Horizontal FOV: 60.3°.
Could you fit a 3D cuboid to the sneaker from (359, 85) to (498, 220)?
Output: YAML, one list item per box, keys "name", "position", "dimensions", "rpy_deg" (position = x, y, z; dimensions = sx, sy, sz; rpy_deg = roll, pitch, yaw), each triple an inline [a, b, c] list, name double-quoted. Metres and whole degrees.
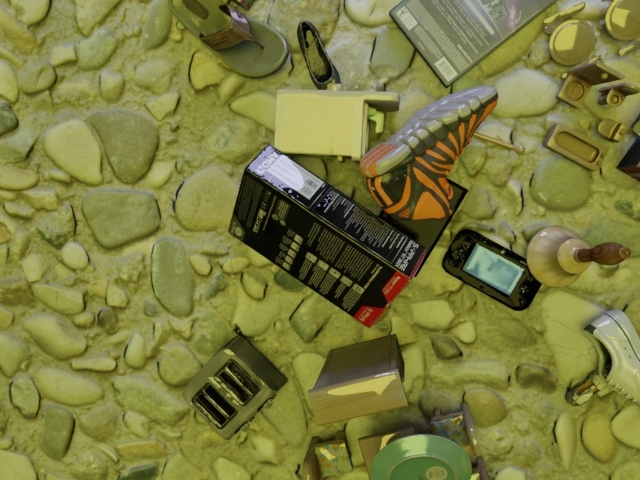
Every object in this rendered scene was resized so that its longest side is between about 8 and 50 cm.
- name: "sneaker"
  position: [0.232, -0.157, 1.074]
  dimensions: [0.321, 0.124, 0.180]
  rpy_deg: [-36, 114, -10]

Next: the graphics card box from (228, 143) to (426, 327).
- name: "graphics card box"
  position: [0.000, 0.000, 1.103]
  dimensions: [0.371, 0.233, 0.094]
  rpy_deg: [33, 55, 4]

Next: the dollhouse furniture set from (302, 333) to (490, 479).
- name: "dollhouse furniture set"
  position: [0.133, 0.423, 1.104]
  dimensions: [0.362, 0.256, 0.394]
  rpy_deg: [-16, 93, 10]

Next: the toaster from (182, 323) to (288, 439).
- name: "toaster"
  position: [-0.192, 0.317, 1.219]
  dimensions: [0.186, 0.110, 0.168]
  rpy_deg: [44, 99, 3]

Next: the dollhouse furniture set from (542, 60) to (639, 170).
- name: "dollhouse furniture set"
  position: [0.516, -0.227, 1.037]
  dimensions: [0.144, 0.123, 0.151]
  rpy_deg: [27, 99, -3]

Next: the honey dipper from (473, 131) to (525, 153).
- name: "honey dipper"
  position: [0.341, -0.210, 1.125]
  dimensions: [0.161, 0.030, 0.030]
  rpy_deg: [19, 98, 5]

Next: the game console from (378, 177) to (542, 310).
- name: "game console"
  position: [0.294, 0.008, 1.147]
  dimensions: [0.361, 0.044, 0.213]
  rpy_deg: [29, 99, 4]

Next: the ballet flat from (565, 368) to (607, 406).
- name: "ballet flat"
  position: [0.561, 0.304, 1.136]
  dimensions: [0.114, 0.041, 0.041]
  rpy_deg: [-42, 88, 10]

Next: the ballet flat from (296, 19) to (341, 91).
- name: "ballet flat"
  position: [-0.007, -0.376, 1.152]
  dimensions: [0.057, 0.049, 0.173]
  rpy_deg: [-26, 91, 11]

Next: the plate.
- name: "plate"
  position: [0.186, 0.434, 1.014]
  dimensions: [0.188, 0.024, 0.188]
  rpy_deg: [1, 115, 3]

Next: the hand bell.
- name: "hand bell"
  position: [0.488, 0.027, 1.006]
  dimensions: [0.126, 0.242, 0.126]
  rpy_deg: [0, 87, -3]

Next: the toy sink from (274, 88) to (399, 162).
- name: "toy sink"
  position: [0.038, -0.223, 1.109]
  dimensions: [0.234, 0.153, 0.131]
  rpy_deg: [3, 96, 7]

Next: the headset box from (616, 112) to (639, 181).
- name: "headset box"
  position: [0.733, -0.171, 1.026]
  dimensions: [0.293, 0.110, 0.218]
  rpy_deg: [31, 99, 5]

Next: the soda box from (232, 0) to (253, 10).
- name: "soda box"
  position: [-0.219, -0.563, 1.160]
  dimensions: [0.183, 0.063, 0.058]
  rpy_deg: [34, 99, 4]

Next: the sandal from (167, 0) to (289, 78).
- name: "sandal"
  position: [-0.206, -0.445, 1.157]
  dimensions: [0.303, 0.086, 0.120]
  rpy_deg: [34, 100, 4]

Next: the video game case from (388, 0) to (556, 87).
- name: "video game case"
  position: [0.306, -0.472, 1.107]
  dimensions: [0.274, 0.026, 0.196]
  rpy_deg: [-38, 89, 9]

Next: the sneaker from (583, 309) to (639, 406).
- name: "sneaker"
  position: [0.610, 0.270, 1.099]
  dimensions: [0.091, 0.094, 0.258]
  rpy_deg: [-25, 81, 2]

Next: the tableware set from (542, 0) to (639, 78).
- name: "tableware set"
  position: [0.540, -0.410, 1.071]
  dimensions: [0.194, 0.039, 0.128]
  rpy_deg: [-21, 104, 16]
